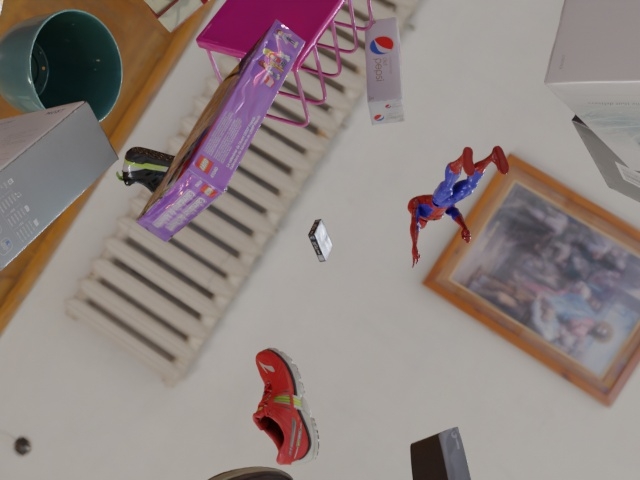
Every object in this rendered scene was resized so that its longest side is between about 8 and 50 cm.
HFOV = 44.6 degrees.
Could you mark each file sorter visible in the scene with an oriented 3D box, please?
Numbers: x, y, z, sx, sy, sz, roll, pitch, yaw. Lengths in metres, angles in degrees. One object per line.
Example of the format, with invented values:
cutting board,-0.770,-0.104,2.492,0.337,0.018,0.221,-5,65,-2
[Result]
file sorter,-0.048,-0.380,1.440,0.291,0.202,0.182,-59,155,-25

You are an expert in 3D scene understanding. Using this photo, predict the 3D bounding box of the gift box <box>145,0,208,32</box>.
gift box,-0.274,-0.571,1.391,0.255,0.276,0.258,-34,145,7

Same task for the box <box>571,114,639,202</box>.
box,0.594,-0.228,1.252,0.313,0.179,0.343,-57,148,3

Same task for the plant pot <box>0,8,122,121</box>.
plant pot,-0.703,-0.443,2.011,0.293,0.235,0.293,-21,116,-55

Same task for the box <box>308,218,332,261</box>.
box,0.000,0.000,1.896,0.083,0.018,0.067,67,28,-28

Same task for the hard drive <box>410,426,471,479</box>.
hard drive,0.268,0.552,1.712,0.172,0.054,0.255,-43,-131,54

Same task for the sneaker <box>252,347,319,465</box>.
sneaker,-0.095,0.352,1.678,0.118,0.279,0.107,-7,141,-27

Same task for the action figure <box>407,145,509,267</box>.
action figure,0.219,-0.043,1.311,0.280,0.091,0.139,134,-48,-68

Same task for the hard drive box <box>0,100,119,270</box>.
hard drive box,-0.387,-0.063,0.931,0.232,0.181,0.089,-58,134,-45

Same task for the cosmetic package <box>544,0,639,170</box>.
cosmetic package,0.354,-0.150,0.674,0.224,0.224,0.138,22,81,-47

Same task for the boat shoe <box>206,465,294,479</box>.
boat shoe,-0.182,0.463,1.179,0.355,0.130,0.132,-18,118,-25

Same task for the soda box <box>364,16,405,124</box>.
soda box,0.127,-0.337,1.547,0.074,0.069,0.216,69,17,-58

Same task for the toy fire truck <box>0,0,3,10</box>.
toy fire truck,-0.501,-0.356,1.009,0.158,0.246,0.217,-7,-162,45

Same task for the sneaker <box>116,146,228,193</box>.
sneaker,-0.319,-0.129,1.680,0.084,0.234,0.097,-106,-146,-69

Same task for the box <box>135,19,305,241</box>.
box,-0.141,-0.154,1.105,0.201,0.057,0.293,-31,-151,54
